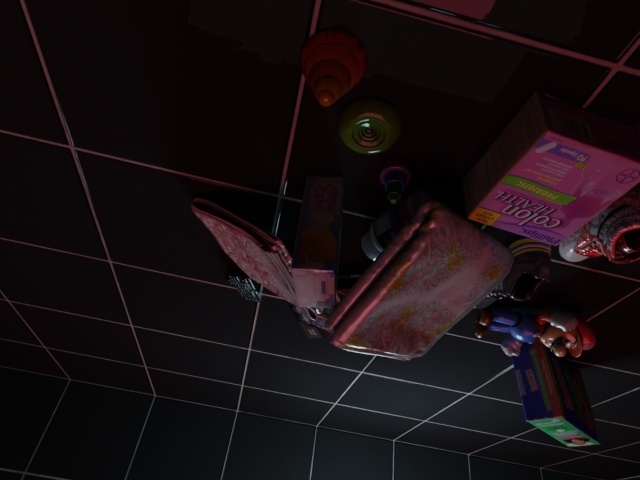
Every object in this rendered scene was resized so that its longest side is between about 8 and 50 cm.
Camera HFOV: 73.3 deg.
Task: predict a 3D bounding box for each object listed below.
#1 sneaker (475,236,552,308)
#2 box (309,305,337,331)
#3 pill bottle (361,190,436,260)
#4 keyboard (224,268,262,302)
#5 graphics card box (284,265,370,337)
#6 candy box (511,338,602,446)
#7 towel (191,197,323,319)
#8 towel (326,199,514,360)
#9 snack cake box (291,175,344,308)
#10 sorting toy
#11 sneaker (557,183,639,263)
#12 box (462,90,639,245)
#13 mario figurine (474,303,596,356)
[{"bbox_3d":[0.481,0.111,1.123,0.111,0.121,0.299,16,142,-8],"label":"sneaker"},{"bbox_3d":[0.061,0.236,1.242,0.169,0.059,0.054,24,136,-7],"label":"box"},{"bbox_3d":[0.187,-0.025,1.018,0.108,0.108,0.193,28,139,-23],"label":"pill bottle"},{"bbox_3d":[-0.255,0.147,1.378,0.108,0.023,0.180,18,151,18],"label":"keyboard"},{"bbox_3d":[0.095,0.189,1.295,0.371,0.094,0.232,-6,131,24],"label":"graphics card box"},{"bbox_3d":[0.801,0.522,1.471,0.317,0.268,0.122,33,133,-29],"label":"candy box"},{"bbox_3d":[-0.160,0.051,1.110,0.317,0.053,0.331,27,156,37],"label":"towel"},{"bbox_3d":[0.226,0.116,0.958,0.321,0.090,0.374,22,112,-41],"label":"towel"},{"bbox_3d":[0.000,0.000,0.959,0.089,0.264,0.152,3,143,6],"label":"snack cake box"},{"bbox_3d":[0.078,-0.197,0.804,0.127,0.126,0.365,-15,136,28],"label":"sorting toy"},{"bbox_3d":[0.611,0.005,0.940,0.090,0.144,0.270,7,143,2],"label":"sneaker"},{"bbox_3d":[0.437,-0.126,0.829,0.214,0.117,0.243,16,143,-9],"label":"box"},{"bbox_3d":[0.628,0.278,1.264,0.321,0.169,0.198,7,178,15],"label":"mario figurine"}]
